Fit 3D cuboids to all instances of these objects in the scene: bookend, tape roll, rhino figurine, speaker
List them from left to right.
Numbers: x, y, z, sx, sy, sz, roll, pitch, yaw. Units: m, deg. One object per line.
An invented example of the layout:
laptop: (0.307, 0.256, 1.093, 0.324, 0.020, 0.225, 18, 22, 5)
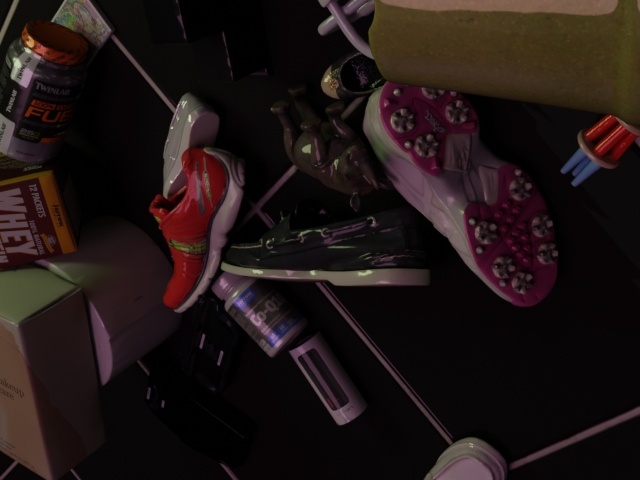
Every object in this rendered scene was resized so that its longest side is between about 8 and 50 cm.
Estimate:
tape roll: (-0.373, 0.101, 1.434, 0.246, 0.169, 0.246, 19, 126, 29)
bookend: (-0.144, -0.254, 1.053, 0.072, 0.156, 0.157, 8, 120, 35)
speaker: (0.012, 0.202, 1.273, 0.055, 0.055, 0.136, -29, 95, 44)
rhino figurine: (0.017, -0.104, 1.014, 0.243, 0.073, 0.106, 43, 158, 57)

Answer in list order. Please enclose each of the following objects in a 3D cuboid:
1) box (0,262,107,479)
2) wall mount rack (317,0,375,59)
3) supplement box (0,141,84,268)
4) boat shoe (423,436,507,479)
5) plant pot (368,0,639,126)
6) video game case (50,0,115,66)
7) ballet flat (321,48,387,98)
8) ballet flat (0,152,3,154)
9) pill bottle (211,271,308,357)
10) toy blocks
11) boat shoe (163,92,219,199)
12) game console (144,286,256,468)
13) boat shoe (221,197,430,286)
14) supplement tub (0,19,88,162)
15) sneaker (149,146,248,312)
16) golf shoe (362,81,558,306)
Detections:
box: (-0.438, 0.202, 1.340, 0.148, 0.121, 0.311, 19, 126, 30)
wall mount rack: (0.058, -0.371, 0.856, 0.304, 0.130, 0.350, -25, 98, 47)
supplement box: (-0.488, -0.052, 1.361, 0.194, 0.192, 0.129, -119, 17, -66)
boat shoe: (0.172, 0.385, 1.225, 0.098, 0.096, 0.277, 37, 132, 16)
plant pot: (0.177, -0.218, 0.702, 0.254, 0.276, 0.275, 3, 118, 19)
video game case: (-0.358, -0.312, 1.287, 0.087, 0.011, 0.122, 54, 135, -1)
ballet flat: (0.065, -0.199, 0.997, 0.173, 0.049, 0.057, -9, 108, 41)
ballet flat: (-0.505, -0.209, 1.430, 0.077, 0.091, 0.241, 29, 143, -20)
pill bottle: (-0.091, 0.098, 1.274, 0.137, 0.078, 0.078, 45, 134, 7)
toy blocks: (0.322, -0.085, 0.861, 0.123, 0.054, 0.148, 45, 134, 8)
boat shoe: (-0.196, -0.129, 1.238, 0.063, 0.066, 0.184, 52, 144, 29)
game console: (-0.187, 0.231, 1.456, 0.213, 0.044, 0.361, 33, 132, 16)
boat shoe: (-0.003, 0.000, 1.128, 0.340, 0.127, 0.112, 0, 88, 49)
supplement tub: (-0.418, -0.221, 1.284, 0.117, 0.117, 0.190, 39, 121, 14)
sneaker: (-0.191, -0.020, 1.244, 0.119, 0.107, 0.279, 18, 121, -10)
golf shoe: (0.158, -0.057, 0.989, 0.306, 0.115, 0.140, 55, 164, -10)
